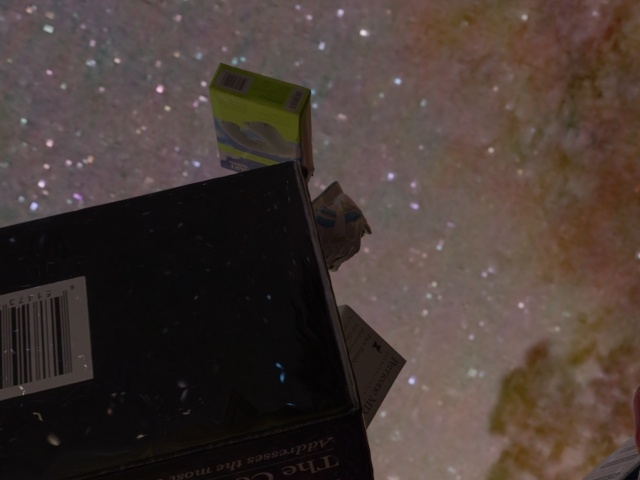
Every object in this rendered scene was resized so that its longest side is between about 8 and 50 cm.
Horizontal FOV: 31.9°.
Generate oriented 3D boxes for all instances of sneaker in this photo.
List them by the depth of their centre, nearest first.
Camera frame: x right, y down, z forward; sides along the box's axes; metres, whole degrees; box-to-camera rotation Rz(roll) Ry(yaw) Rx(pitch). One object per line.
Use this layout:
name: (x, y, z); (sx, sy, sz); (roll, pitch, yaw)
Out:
sneaker: (0.000, 0.000, 1.463); (0.087, 0.092, 0.229); (-41, 3, 35)

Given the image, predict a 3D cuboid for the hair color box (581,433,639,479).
hair color box: (0.488, 0.316, 1.566); (0.347, 0.105, 0.174); (-34, -9, -22)

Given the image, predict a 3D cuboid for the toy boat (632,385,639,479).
toy boat: (0.411, 0.150, 0.895); (0.148, 0.318, 0.268); (-78, -27, -61)

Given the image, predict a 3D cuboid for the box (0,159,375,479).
box: (-0.139, 0.149, 0.702); (0.343, 0.179, 0.312); (-14, -38, -1)

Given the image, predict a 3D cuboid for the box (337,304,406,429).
box: (-0.014, 0.199, 1.467); (0.119, 0.182, 0.181); (43, -121, -17)

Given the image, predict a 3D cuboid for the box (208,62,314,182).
box: (-0.064, -0.119, 1.259); (0.178, 0.109, 0.042); (88, -158, -62)
